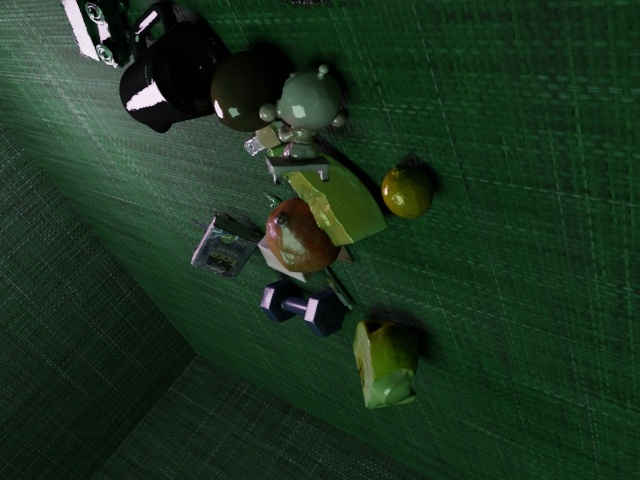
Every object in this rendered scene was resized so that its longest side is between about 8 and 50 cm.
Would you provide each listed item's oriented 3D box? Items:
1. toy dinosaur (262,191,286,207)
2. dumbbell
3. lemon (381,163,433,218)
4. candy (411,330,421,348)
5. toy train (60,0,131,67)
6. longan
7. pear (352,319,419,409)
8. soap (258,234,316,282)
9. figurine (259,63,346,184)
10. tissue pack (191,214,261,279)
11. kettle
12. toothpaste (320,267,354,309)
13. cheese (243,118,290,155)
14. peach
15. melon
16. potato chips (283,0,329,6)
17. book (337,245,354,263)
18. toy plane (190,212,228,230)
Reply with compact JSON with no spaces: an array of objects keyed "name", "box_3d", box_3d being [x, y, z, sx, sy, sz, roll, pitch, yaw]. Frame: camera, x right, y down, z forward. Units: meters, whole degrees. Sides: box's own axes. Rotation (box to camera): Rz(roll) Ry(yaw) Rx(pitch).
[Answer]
[{"name":"toy dinosaur","box_3d":[-0.132,-0.119,1.837,0.083,0.021,0.062,46,147,-22]},{"name":"dumbbell","box_3d":[-0.065,0.234,2.174,0.325,0.144,0.160,8,142,46]},{"name":"lemon","box_3d":[0.187,-0.105,1.335,0.109,0.109,0.133,14,139,42]},{"name":"candy","box_3d":[0.302,0.312,1.952,0.030,0.020,0.083,10,138,33]},{"name":"toy train","box_3d":[-0.573,-0.565,1.597,0.154,0.115,0.269,27,153,14]},{"name":"longan","box_3d":[-0.155,-0.324,1.347,0.167,0.187,0.167,21,160,8]},{"name":"pear","box_3d":[0.214,0.354,1.938,0.176,0.286,0.282,-5,133,-7]},{"name":"soap","box_3d":[-0.111,0.059,2.044,0.183,0.064,0.121,22,150,33]},{"name":"figurine","box_3d":[-0.036,-0.252,1.302,0.182,0.144,0.256,7,120,-1]},{"name":"tissue pack","box_3d":[-0.329,0.027,2.139,0.173,0.073,0.235,23,134,-17]},{"name":"kettle","box_3d":[-0.383,-0.408,1.508,0.262,0.203,0.308,50,156,-25]},{"name":"toothpaste","box_3d":[0.052,0.151,2.014,0.049,0.031,0.204,-2,130,52]},{"name":"cheese","box_3d":[-0.138,-0.263,1.575,0.127,0.050,0.235,47,152,-18]},{"name":"peach","box_3d":[-0.056,-0.017,1.682,0.232,0.232,0.232,31,153,18]},{"name":"melon","box_3d":[0.012,-0.126,1.520,0.323,0.124,0.196,51,151,-10]},{"name":"potato chips","box_3d":[-0.071,-0.518,1.106,0.202,0.029,0.220,31,155,23]},{"name":"book","box_3d":[0.000,0.000,1.856,0.199,0.016,0.138,14,145,41]},{"name":"toy plane","box_3d":[-0.371,-0.005,2.255,0.212,0.088,0.267,15,156,-4]}]
